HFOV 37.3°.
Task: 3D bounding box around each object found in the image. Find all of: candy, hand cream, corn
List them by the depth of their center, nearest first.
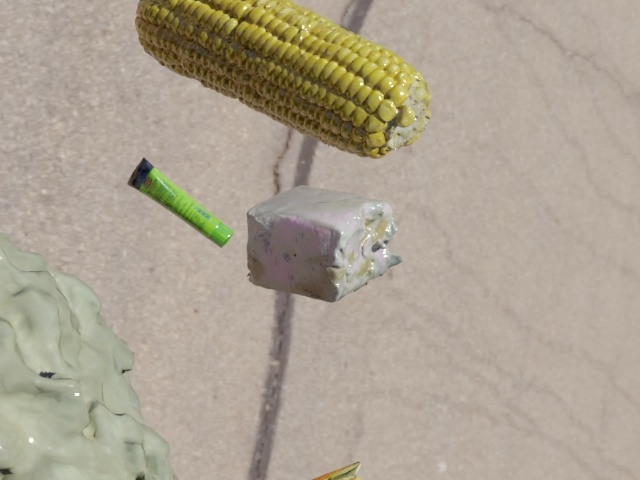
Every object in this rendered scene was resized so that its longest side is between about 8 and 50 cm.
[{"bbox_3d":[-0.031,-0.122,0.628,0.080,0.238,0.080,-42,148,-35],"label":"corn"},{"bbox_3d":[-0.144,-0.036,0.981,0.122,0.036,0.023,36,22,1],"label":"hand cream"},{"bbox_3d":[0.000,0.000,1.449,0.185,0.195,0.137,-26,121,-53],"label":"candy"}]

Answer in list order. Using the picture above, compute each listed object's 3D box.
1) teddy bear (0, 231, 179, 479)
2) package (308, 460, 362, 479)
[{"bbox_3d":[-0.250,0.120,0.427,0.357,0.367,0.224,49,29,-12],"label":"teddy bear"},{"bbox_3d":[0.015,0.312,1.080,0.108,0.031,0.121,-23,112,3],"label":"package"}]
